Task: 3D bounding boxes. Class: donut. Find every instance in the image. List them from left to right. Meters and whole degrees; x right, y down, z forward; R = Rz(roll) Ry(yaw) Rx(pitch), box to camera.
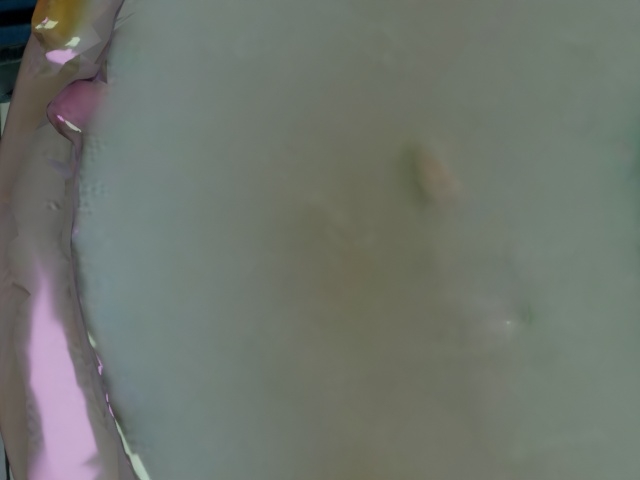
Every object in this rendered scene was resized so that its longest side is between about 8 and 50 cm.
[{"bbox_3d":[0.102,0.016,0.415,0.382,0.142,0.383,2,80,-12],"label":"donut"}]

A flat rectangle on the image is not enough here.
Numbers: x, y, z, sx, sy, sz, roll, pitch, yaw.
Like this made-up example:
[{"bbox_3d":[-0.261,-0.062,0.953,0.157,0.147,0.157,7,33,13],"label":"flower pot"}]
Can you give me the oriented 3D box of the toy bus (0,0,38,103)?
[{"bbox_3d":[-0.193,-0.099,0.482,0.246,0.113,0.134,-2,101,28],"label":"toy bus"}]
